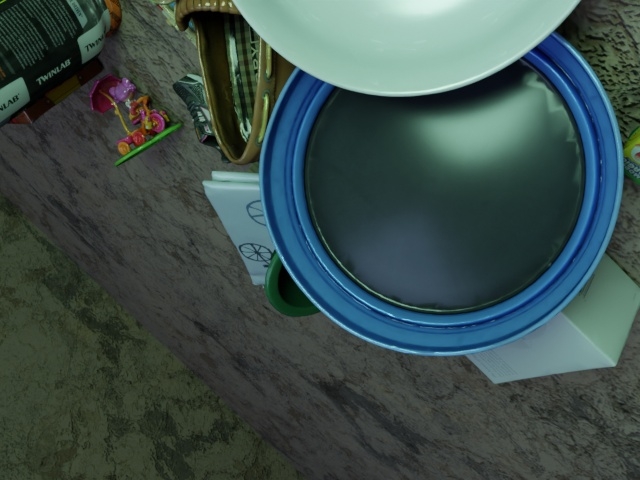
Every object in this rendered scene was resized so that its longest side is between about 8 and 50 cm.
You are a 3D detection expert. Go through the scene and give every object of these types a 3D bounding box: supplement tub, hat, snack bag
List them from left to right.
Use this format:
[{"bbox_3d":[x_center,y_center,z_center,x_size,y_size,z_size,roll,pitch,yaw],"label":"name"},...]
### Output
[{"bbox_3d":[-0.501,-0.329,0.962,0.207,0.338,0.207,28,149,19],"label":"supplement tub"},{"bbox_3d":[-0.053,0.014,1.005,0.173,0.208,0.183,22,-164,-40],"label":"hat"},{"bbox_3d":[0.000,0.000,1.027,0.323,0.037,0.342,3,149,12],"label":"snack bag"}]

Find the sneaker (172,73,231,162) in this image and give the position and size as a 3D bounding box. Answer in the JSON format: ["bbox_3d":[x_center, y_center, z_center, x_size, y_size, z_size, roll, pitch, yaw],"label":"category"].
[{"bbox_3d":[-0.194,-0.210,1.042,0.178,0.077,0.072,43,149,-5],"label":"sneaker"}]

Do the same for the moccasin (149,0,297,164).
[{"bbox_3d":[-0.115,-0.281,0.715,0.139,0.147,0.379,8,114,32],"label":"moccasin"}]

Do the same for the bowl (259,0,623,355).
[{"bbox_3d":[0.122,-0.066,0.676,0.392,0.077,0.390,4,100,21],"label":"bowl"}]

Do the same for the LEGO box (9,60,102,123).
[{"bbox_3d":[-0.712,-0.483,1.137,0.373,0.193,0.500,9,138,41],"label":"LEGO box"}]

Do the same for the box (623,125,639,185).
[{"bbox_3d":[0.385,-0.099,0.582,0.105,0.043,0.179,39,148,0],"label":"box"}]

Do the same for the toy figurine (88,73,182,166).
[{"bbox_3d":[-0.379,-0.254,1.176,0.173,0.130,0.159,-22,106,33],"label":"toy figurine"}]

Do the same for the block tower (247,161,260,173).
[{"bbox_3d":[-0.044,-0.139,0.958,0.091,0.097,0.335,40,148,0],"label":"block tower"}]

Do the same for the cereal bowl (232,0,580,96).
[{"bbox_3d":[0.073,-0.304,0.501,0.339,0.141,0.338,6,131,6],"label":"cereal bowl"}]

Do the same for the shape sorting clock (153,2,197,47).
[{"bbox_3d":[-0.197,-0.316,0.835,0.206,0.040,0.206,49,-169,-13],"label":"shape sorting clock"}]

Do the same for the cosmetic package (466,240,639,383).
[{"bbox_3d":[0.268,0.069,0.839,0.224,0.138,0.225,44,148,-7],"label":"cosmetic package"}]
